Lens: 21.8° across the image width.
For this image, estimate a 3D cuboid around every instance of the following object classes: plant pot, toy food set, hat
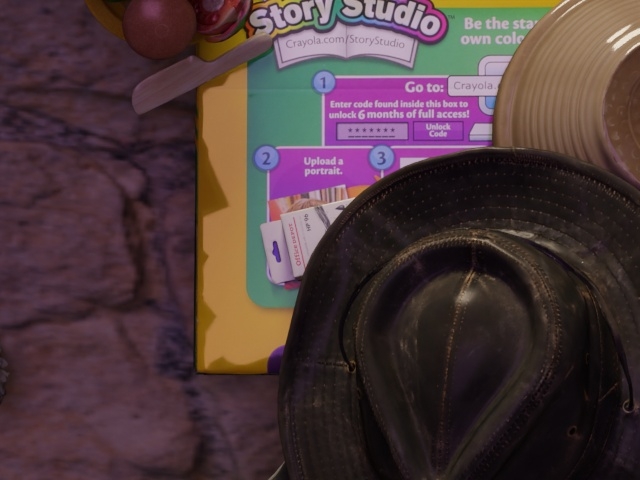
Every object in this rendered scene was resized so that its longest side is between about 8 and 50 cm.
[{"bbox_3d":[0.244,-0.082,1.170,0.237,0.110,0.237,0,85,-1],"label":"plant pot"},{"bbox_3d":[-0.106,-0.190,1.155,0.128,0.071,0.217,-20,119,-3],"label":"toy food set"},{"bbox_3d":[0.100,0.095,1.072,0.331,0.134,0.331,-1,85,16],"label":"hat"}]

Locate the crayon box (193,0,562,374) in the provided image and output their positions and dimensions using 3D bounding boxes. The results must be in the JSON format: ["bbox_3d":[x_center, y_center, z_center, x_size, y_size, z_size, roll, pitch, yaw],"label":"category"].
[{"bbox_3d":[0.087,-0.053,1.276,0.363,0.106,0.313,0,85,1],"label":"crayon box"}]

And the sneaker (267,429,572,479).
[{"bbox_3d":[0.024,0.209,1.230,0.385,0.147,0.145,-27,68,7],"label":"sneaker"}]

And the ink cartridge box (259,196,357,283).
[{"bbox_3d":[0.000,0.000,1.205,0.083,0.028,0.048,-13,85,1],"label":"ink cartridge box"}]

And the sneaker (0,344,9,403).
[{"bbox_3d":[-0.378,0.059,1.292,0.293,0.102,0.146,41,93,8],"label":"sneaker"}]
